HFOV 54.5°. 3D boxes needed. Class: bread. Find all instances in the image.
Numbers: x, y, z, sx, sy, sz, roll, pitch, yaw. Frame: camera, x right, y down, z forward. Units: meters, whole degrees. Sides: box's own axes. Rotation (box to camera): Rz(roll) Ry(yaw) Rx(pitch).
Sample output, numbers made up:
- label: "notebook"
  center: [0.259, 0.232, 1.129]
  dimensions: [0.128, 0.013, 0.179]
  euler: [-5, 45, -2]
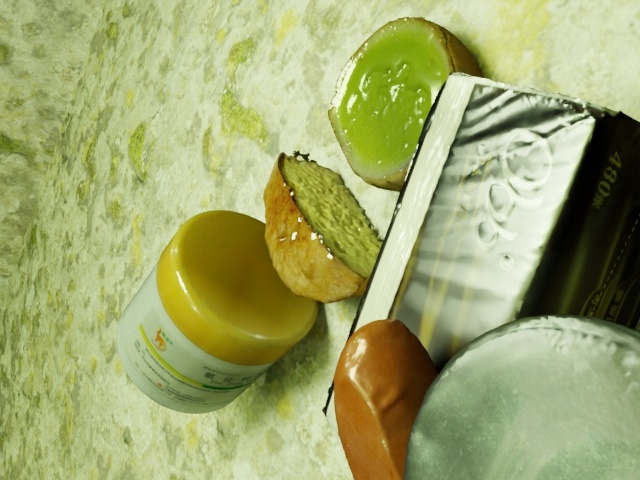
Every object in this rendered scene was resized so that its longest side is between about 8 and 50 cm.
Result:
- label: "bread"
  center: [-0.006, 0.002, 0.874]
  dimensions: [0.134, 0.129, 0.260]
  euler: [-54, 43, 31]
- label: "bread"
  center: [0.106, -0.176, 0.819]
  dimensions: [0.236, 0.070, 0.236]
  euler: [-13, 73, 49]

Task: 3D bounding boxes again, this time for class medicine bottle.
- label: "medicine bottle"
  center: [-0.159, 0.112, 0.950]
  dimensions: [0.232, 0.238, 0.237]
  euler: [-48, 48, 36]

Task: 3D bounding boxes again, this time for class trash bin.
- label: "trash bin"
  center: [0.228, 0.163, 0.400]
  dimensions: [0.252, 0.302, 0.202]
  euler: [-30, 58, 40]

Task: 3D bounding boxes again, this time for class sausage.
- label: "sausage"
  center: [0.060, 0.149, 0.464]
  dimensions: [0.089, 0.089, 0.179]
  euler: [-29, 74, 45]

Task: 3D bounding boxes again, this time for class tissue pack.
- label: "tissue pack"
  center: [0.162, 0.056, 0.584]
  dimensions: [0.198, 0.210, 0.369]
  euler: [31, 107, 46]
